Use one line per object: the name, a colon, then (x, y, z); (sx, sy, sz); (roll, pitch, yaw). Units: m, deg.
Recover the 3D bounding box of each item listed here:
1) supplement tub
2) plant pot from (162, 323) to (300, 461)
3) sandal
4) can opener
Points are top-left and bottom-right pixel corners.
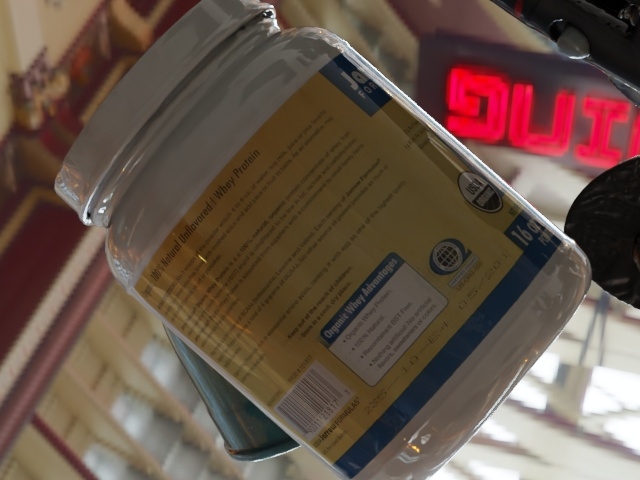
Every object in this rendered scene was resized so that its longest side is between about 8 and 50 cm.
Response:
supplement tub: (0.000, 0.000, 0.730); (0.200, 0.144, 0.144); (41, -124, 3)
plant pot: (-0.041, 0.019, 1.540); (0.272, 0.272, 0.255); (-40, -78, -31)
sandal: (0.410, 0.035, 1.493); (0.446, 0.167, 0.107); (20, -156, 29)
can opener: (0.101, -0.107, 0.726); (0.186, 0.073, 0.059); (36, -131, 18)
